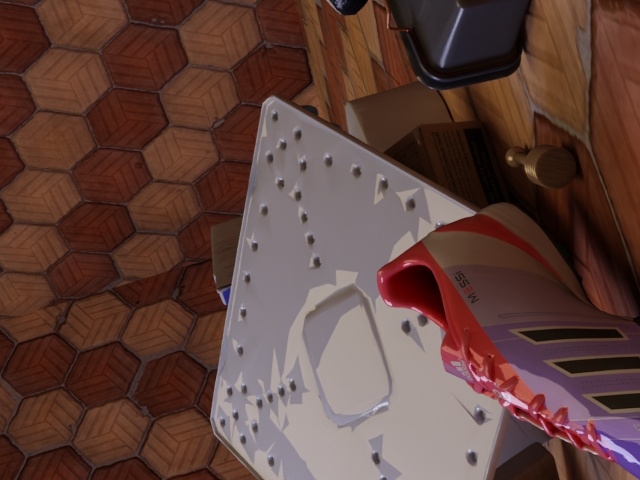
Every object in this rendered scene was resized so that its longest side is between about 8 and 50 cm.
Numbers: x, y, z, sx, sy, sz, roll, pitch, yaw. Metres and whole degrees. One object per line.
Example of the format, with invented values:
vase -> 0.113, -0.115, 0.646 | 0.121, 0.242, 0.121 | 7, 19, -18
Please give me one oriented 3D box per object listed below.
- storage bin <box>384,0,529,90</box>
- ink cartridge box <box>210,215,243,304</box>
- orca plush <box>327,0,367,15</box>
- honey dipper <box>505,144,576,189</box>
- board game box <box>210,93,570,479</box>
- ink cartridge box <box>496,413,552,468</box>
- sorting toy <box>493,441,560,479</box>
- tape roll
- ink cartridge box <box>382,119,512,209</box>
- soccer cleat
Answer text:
storage bin -> 0.092, -0.190, 0.836 | 0.091, 0.098, 0.135 | 105, 150, -67
ink cartridge box -> 0.000, 0.000, 1.751 | 0.330, 0.324, 0.071 | -109, 2, -71
orca plush -> 0.021, -0.430, 1.464 | 0.151, 0.102, 0.287 | 12, -119, -39
honey dipper -> 0.159, -0.059, 0.886 | 0.160, 0.031, 0.030 | -107, 0, -83
board game box -> 0.041, 0.106, 1.098 | 0.390, 0.050, 0.389 | 35, 121, 45
ink cartridge box -> 0.119, 0.179, 1.247 | 0.092, 0.219, 0.160 | 51, -166, -40
sorting toy -> 0.172, 0.378, 1.204 | 0.089, 0.256, 0.257 | 42, 158, 49
tape roll -> 0.115, -0.039, 1.376 | 0.286, 0.100, 0.286 | 163, 90, -88
ink cartridge box -> 0.090, 0.019, 1.140 | 0.235, 0.088, 0.193 | -35, 69, 52
soccer cleat -> 0.146, 0.081, 0.753 | 0.318, 0.117, 0.108 | -128, 21, -54
